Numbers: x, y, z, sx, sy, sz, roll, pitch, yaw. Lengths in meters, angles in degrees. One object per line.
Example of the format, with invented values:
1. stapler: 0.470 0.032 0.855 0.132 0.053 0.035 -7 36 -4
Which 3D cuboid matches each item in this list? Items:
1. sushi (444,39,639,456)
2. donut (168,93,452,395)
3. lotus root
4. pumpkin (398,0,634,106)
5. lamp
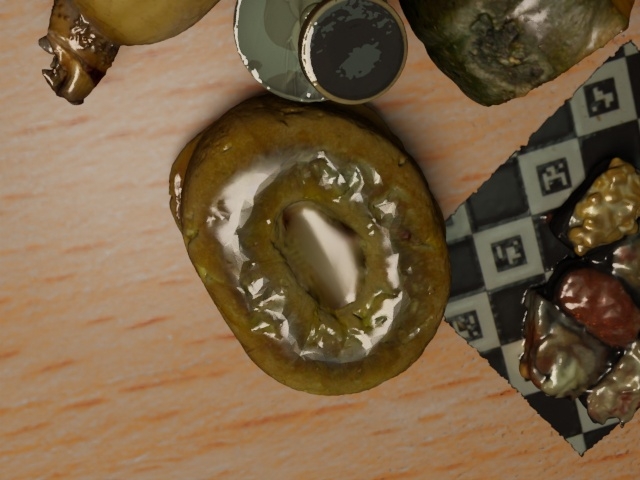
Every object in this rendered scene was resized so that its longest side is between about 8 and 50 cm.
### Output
1. sushi: 0.269 0.029 0.879 0.292 0.059 0.294 -43 104 6
2. donut: 0.000 0.000 0.806 0.208 0.128 0.261 -35 105 2
3. lotus root: -0.105 -0.252 0.705 0.151 0.169 0.343 38 98 -13
4. pumpkin: 0.186 -0.237 0.730 0.280 0.190 0.139 -42 104 5
5. lamp: -0.002 -0.157 0.715 0.121 0.215 0.121 -4 113 -10
